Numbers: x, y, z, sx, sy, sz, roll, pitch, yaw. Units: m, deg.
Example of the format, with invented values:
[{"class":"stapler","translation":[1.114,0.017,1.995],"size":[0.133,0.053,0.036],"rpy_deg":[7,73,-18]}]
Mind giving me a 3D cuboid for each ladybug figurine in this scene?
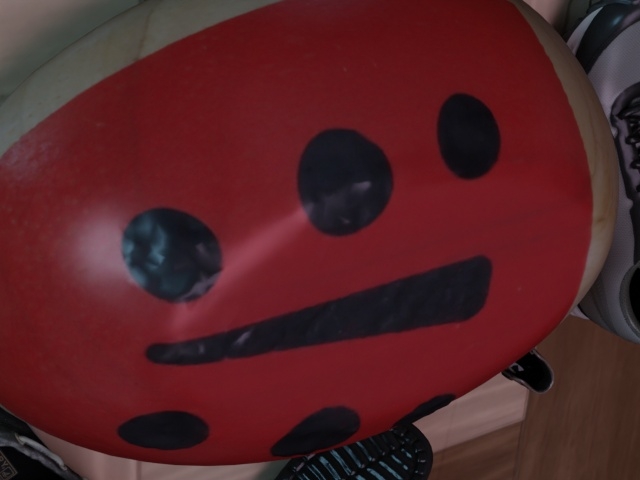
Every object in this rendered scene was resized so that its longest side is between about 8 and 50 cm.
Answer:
[{"class":"ladybug figurine","translation":[0.000,0.000,0.843],"size":[0.449,0.162,0.305],"rpy_deg":[-15,125,-29]}]

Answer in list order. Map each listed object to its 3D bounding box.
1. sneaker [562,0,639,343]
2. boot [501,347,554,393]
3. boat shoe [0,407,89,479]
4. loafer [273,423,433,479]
[{"class":"sneaker","translation":[0.219,-0.048,1.019],"size":[0.100,0.108,0.271],"rpy_deg":[-21,127,-23]},{"class":"boot","translation":[0.131,0.080,1.044],"size":[0.042,0.087,0.118],"rpy_deg":[-54,135,1]},{"class":"boat shoe","translation":[-0.163,0.171,0.890],"size":[0.078,0.070,0.219],"rpy_deg":[-41,134,-9]},{"class":"loafer","translation":[-0.014,0.204,1.033],"size":[0.220,0.080,0.078],"rpy_deg":[-40,166,-12]}]
